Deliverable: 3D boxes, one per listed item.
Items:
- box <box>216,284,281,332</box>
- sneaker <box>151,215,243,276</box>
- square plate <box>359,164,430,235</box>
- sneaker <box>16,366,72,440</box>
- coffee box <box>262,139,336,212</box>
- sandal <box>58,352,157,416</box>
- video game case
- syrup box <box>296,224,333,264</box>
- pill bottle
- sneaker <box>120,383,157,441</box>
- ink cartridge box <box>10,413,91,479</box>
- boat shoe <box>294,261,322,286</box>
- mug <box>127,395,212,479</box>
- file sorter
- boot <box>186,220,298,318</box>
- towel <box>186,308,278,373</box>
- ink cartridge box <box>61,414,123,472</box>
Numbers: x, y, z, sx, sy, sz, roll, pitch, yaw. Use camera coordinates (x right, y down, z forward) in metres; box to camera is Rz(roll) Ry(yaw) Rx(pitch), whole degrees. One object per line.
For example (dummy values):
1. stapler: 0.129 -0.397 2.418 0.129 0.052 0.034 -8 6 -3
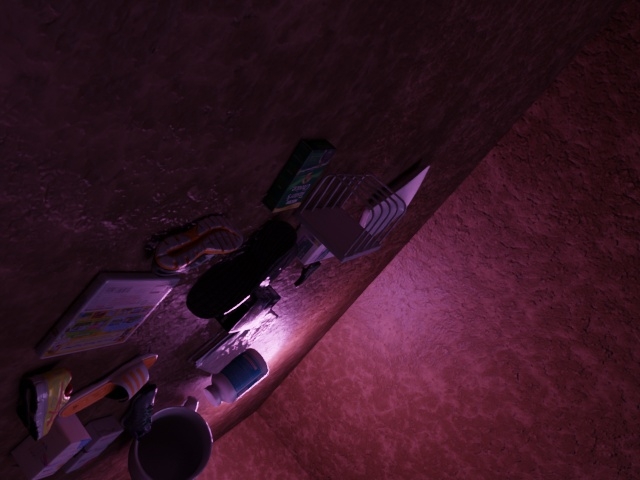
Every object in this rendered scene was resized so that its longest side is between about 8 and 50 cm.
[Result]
1. box: -0.226 0.206 1.500 0.147 0.077 0.180 -47 164 7
2. sneaker: -0.249 0.013 0.961 0.214 0.084 0.083 -21 166 -47
3. square plate: 0.265 -0.131 1.918 0.344 0.049 0.347 -36 163 -24
4. sneaker: -0.562 0.338 0.990 0.094 0.081 0.209 -28 158 -51
5. coffee box: -0.047 -0.147 1.098 0.184 0.040 0.113 -53 163 28
6. sandal: -0.524 0.387 1.220 0.265 0.076 0.102 -30 159 -42
7. video game case: -0.415 0.143 0.958 0.206 0.026 0.227 -47 165 9
8. syrup box: 0.000 0.000 1.503 0.093 0.096 0.237 -50 165 22
9. pill bottle: -0.360 0.585 2.024 0.264 0.146 0.146 -32 161 -36
10. sneaker: -0.556 0.550 1.524 0.083 0.098 0.224 -22 153 -54
11. ink cartridge box: -0.660 0.505 1.161 0.143 0.090 0.092 -43 165 -6
12. boat shoe: -0.053 0.121 1.791 0.133 0.042 0.049 -45 -170 7
13. mug: -0.575 0.781 1.844 0.328 0.276 0.374 -52 -166 46
14. file sorter: 0.098 -0.082 1.364 0.173 0.193 0.277 -54 162 23
15. boot: -0.186 0.101 1.279 0.338 0.118 0.223 -36 169 -12
16. towel: -0.304 0.358 1.751 0.331 0.053 0.317 -40 164 -10
17. ink cartridge box: -0.676 0.595 1.403 0.150 0.063 0.109 -45 164 2
